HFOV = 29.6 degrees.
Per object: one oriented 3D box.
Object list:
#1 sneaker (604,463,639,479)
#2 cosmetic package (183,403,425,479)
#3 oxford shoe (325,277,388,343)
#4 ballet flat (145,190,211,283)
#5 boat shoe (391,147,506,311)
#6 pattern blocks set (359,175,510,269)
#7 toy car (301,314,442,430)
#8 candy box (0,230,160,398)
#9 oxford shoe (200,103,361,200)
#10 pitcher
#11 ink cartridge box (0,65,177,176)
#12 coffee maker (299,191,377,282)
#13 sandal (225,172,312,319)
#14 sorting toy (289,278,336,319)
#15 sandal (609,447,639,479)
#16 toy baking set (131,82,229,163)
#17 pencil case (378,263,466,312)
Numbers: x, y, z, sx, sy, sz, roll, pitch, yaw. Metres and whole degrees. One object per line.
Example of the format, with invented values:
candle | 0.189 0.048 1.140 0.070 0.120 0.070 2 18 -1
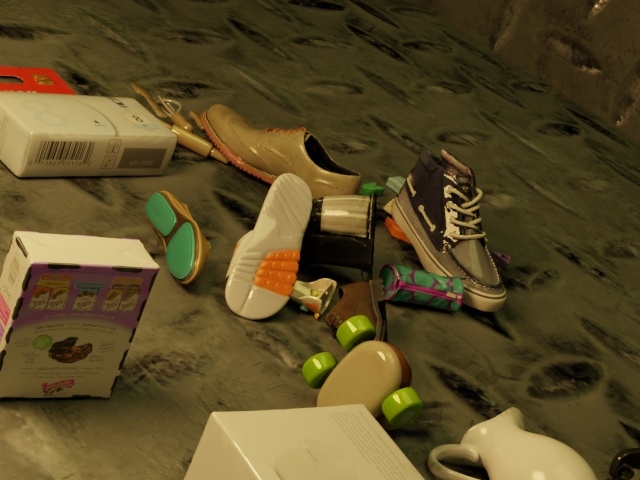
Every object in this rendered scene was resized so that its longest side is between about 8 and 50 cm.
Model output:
sneaker | 0.477 0.355 1.779 0.188 0.067 0.078 -6 44 -43
cosmetic package | -0.002 0.307 1.354 0.224 0.138 0.224 2 32 -37
oxford shoe | 0.056 0.143 1.840 0.096 0.083 0.227 -3 30 1
ballet flat | -0.206 -0.004 1.882 0.073 0.080 0.232 26 21 -36
boat shoe | 0.247 -0.030 2.203 0.127 0.158 0.340 -1 37 -34
pattern blocks set | 0.231 -0.034 2.398 0.325 0.026 0.285 33 25 19
toy car | 0.096 0.207 1.666 0.188 0.149 0.155 13 36 -50
candy box | -0.305 0.092 1.441 0.165 0.196 0.070 5 30 -37
oxford shoe | -0.068 -0.169 2.247 0.348 0.130 0.123 36 26 13
pitcher | 0.258 0.319 1.616 0.177 0.125 0.207 -13 28 -23
ink cartridge box | -0.479 -0.243 2.098 0.308 0.091 0.385 -5 38 -48
coffee maker | 0.000 0.000 1.996 0.178 0.171 0.120 4 2 5
sandal | -0.082 0.017 1.891 0.102 0.076 0.265 32 57 -17
sorting toy | -0.024 0.085 1.908 0.075 0.045 0.083 21 24 11
sandal | 0.505 0.333 1.860 0.179 0.067 0.040 5 19 -32
toy baking set | -0.258 -0.220 2.332 0.256 0.030 0.197 26 17 -12
pencil case | 0.174 0.081 2.064 0.151 0.064 0.070 11 2 -26
